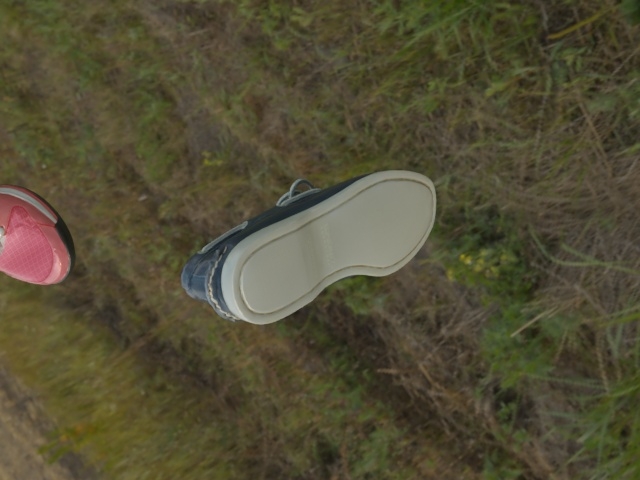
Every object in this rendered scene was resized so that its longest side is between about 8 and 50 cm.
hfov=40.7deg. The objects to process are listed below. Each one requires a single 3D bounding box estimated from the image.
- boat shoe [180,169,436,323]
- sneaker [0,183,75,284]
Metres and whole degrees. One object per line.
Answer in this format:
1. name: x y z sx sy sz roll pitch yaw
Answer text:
1. boat shoe: 0.000 0.000 0.713 0.079 0.254 0.095 9 118 43
2. sneaker: -0.452 -0.024 1.045 0.313 0.136 0.116 32 118 -2
